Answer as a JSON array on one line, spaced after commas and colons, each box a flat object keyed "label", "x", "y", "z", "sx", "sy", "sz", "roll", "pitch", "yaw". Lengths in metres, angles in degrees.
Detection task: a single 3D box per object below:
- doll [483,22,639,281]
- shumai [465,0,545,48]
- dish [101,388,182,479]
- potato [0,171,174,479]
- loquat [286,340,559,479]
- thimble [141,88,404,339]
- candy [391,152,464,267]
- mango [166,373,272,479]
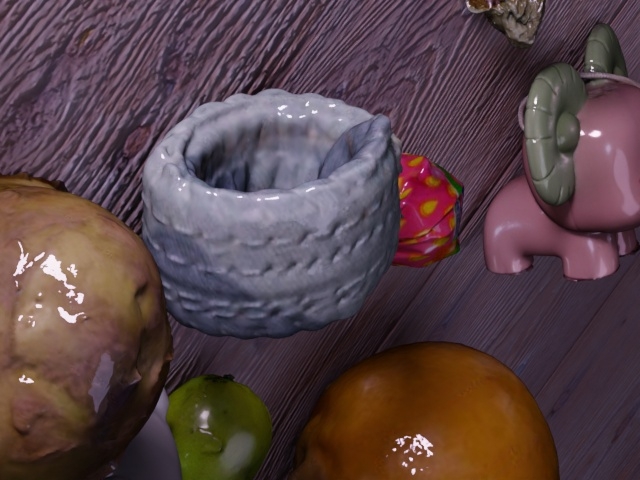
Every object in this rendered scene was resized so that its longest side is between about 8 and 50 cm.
[{"label": "doll", "x": 0.288, "y": -0.098, "z": 1.919, "sx": 0.284, "sy": 0.216, "sz": 0.268, "roll": -38, "pitch": 125, "yaw": -54}, {"label": "shumai", "x": 0.186, "y": -0.243, "z": 1.727, "sx": 0.080, "sy": 0.082, "sz": 0.083, "roll": 5, "pitch": 89, "yaw": -17}, {"label": "dish", "x": -0.223, "y": 0.250, "z": 1.570, "sx": 0.228, "sy": 0.086, "sz": 0.236, "roll": 9, "pitch": 105, "yaw": -31}, {"label": "potato", "x": -0.244, "y": 0.101, "z": 1.307, "sx": 0.301, "sy": 0.237, "sz": 0.288, "roll": -20, "pitch": 137, "yaw": -42}, {"label": "loquat", "x": 0.118, "y": 0.274, "z": 1.910, "sx": 0.328, "sy": 0.328, "sz": 0.328, "roll": -34, "pitch": 145, "yaw": -29}, {"label": "thimble", "x": -0.038, "y": -0.032, "z": 1.486, "sx": 0.250, "sy": 0.205, "sz": 0.172, "roll": -15, "pitch": 129, "yaw": -23}, {"label": "candy", "x": 0.000, "y": 0.000, "z": 1.670, "sx": 0.365, "sy": 0.124, "sz": 0.124, "roll": -20, "pitch": 136, "yaw": -37}, {"label": "mango", "x": -0.126, "y": 0.220, "z": 1.704, "sx": 0.178, "sy": 0.119, "sz": 0.100, "roll": -58, "pitch": 171, "yaw": 8}]
